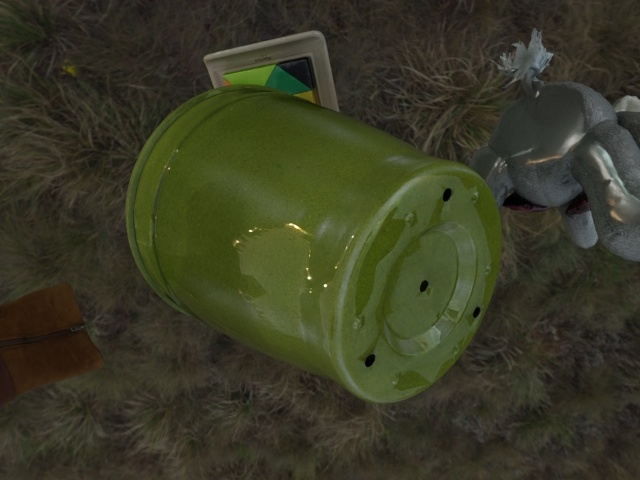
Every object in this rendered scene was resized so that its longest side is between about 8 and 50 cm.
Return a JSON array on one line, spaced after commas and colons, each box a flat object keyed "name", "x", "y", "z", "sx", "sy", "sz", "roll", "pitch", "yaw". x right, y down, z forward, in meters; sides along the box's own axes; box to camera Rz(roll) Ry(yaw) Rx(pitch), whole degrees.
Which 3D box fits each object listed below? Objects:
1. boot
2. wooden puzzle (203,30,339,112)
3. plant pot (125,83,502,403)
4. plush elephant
[{"name": "boot", "x": -0.405, "y": 0.077, "z": 0.518, "sx": 0.096, "sy": 0.280, "sz": 0.264, "roll": -30, "pitch": 88, "yaw": 10}, {"name": "wooden puzzle", "x": -0.077, "y": -0.235, "z": 0.771, "sx": 0.221, "sy": 0.044, "sz": 0.239, "roll": -5, "pitch": 126, "yaw": 16}, {"name": "plant pot", "x": 0.000, "y": 0.000, "z": 0.517, "sx": 0.366, "sy": 0.353, "sz": 0.366, "roll": -14, "pitch": 113, "yaw": -34}, {"name": "plush elephant", "x": 0.354, "y": -0.100, "z": 0.619, "sx": 0.255, "sy": 0.330, "sz": 0.272, "roll": 18, "pitch": 159, "yaw": -40}]
